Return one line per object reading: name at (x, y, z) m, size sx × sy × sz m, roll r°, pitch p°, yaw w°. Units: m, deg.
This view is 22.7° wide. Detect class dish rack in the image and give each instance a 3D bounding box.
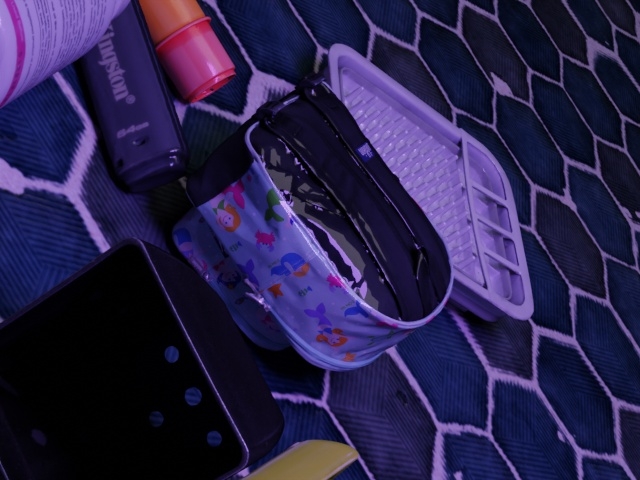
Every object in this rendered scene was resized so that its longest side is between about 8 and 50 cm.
dish rack at (0.110, -0.056, 1.876) m, size 0.333 × 0.072 × 0.286 m, roll 33°, pitch 36°, yaw -34°

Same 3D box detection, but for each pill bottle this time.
pill bottle at (-0.274, -0.210, 1.370) m, size 0.160 × 0.160 × 0.283 m, roll 51°, pitch 29°, yaw -7°

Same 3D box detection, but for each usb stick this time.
usb stick at (-0.196, -0.175, 1.543) m, size 0.045 × 0.077 × 0.278 m, roll 80°, pitch -9°, yaw -66°

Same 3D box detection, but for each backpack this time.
backpack at (0.000, 0.000, 1.528) m, size 0.253 × 0.191 × 0.225 m, roll 47°, pitch 32°, yaw 0°

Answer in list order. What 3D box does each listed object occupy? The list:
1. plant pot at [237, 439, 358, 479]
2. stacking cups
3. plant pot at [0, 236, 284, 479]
plant pot at (-0.036, 0.288, 1.155) m, size 0.207 × 0.227 × 0.228 m, roll 52°, pitch 29°, yaw 9°
stacking cups at (-0.201, -0.287, 1.655) m, size 0.316 × 0.096 × 0.096 m, roll 61°, pitch 29°, yaw -1°
plant pot at (-0.133, 0.123, 1.225) m, size 0.187 × 0.188 × 0.167 m, roll 61°, pitch 19°, yaw 12°
